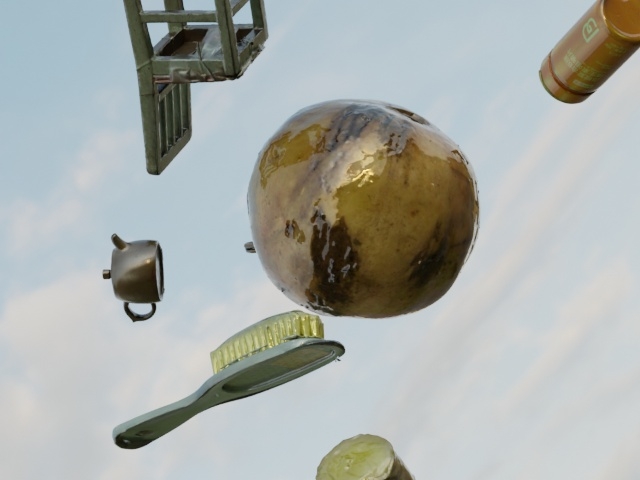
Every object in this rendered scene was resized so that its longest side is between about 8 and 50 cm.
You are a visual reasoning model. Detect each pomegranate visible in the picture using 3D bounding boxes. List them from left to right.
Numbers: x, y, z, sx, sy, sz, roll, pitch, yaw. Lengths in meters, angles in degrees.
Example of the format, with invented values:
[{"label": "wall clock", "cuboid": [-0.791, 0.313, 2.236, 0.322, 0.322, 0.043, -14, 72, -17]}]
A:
[{"label": "pomegranate", "cuboid": [0.056, -0.041, 2.169, 0.322, 0.322, 0.322, -39, -22, -19]}]

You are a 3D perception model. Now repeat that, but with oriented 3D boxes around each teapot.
[{"label": "teapot", "cuboid": [-0.222, 0.044, 2.015, 0.076, 0.068, 0.121, -89, -5, -60]}]

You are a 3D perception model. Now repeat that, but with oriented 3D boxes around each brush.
[{"label": "brush", "cuboid": [-0.098, 0.128, 1.649, 0.296, 0.060, 0.068, -28, -30, 34]}]

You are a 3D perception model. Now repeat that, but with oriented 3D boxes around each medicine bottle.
[{"label": "medicine bottle", "cuboid": [0.408, -0.287, 2.532, 0.096, 0.096, 0.192, -32, -8, -32]}]

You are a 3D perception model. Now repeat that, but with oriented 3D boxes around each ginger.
[{"label": "ginger", "cuboid": [0.079, 0.320, 1.945, 0.263, 0.116, 0.109, 55, -130, -44]}]

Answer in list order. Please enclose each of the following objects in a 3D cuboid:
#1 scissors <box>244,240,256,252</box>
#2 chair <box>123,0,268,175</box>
[{"label": "scissors", "cuboid": [0.000, 0.000, 2.497, 0.088, 0.220, 0.017, -23, -72, -73]}, {"label": "chair", "cuboid": [-0.146, -0.226, 2.136, 0.136, 0.147, 0.271, -56, -36, -59]}]
